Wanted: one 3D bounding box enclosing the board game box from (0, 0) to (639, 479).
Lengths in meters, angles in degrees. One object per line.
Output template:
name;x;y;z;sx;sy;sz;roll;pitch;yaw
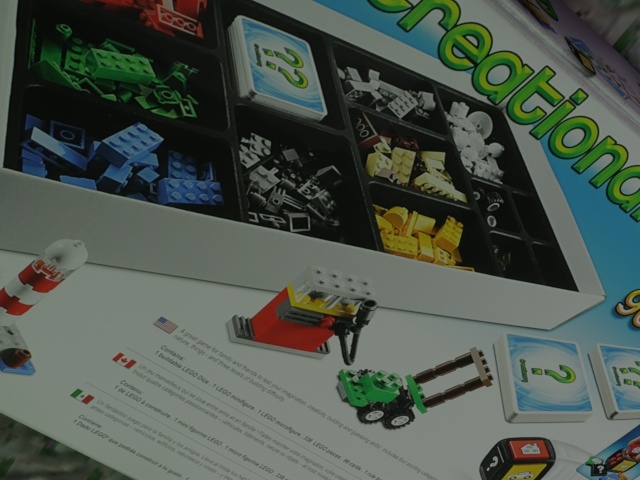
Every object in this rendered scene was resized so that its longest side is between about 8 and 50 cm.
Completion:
board game box;0.000;0.000;0.445;0.193;0.053;0.305;-40;126;22
